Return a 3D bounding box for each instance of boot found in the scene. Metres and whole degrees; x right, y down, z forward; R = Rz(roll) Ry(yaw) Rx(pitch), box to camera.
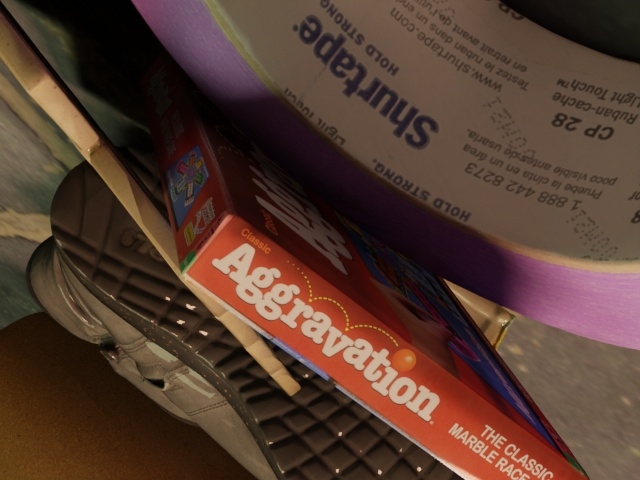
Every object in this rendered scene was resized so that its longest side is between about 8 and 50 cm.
[{"bbox_3d":[-0.037,0.089,0.892,0.338,0.118,0.223,47,161,2],"label":"boot"}]

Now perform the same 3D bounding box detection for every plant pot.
[{"bbox_3d":[-0.175,0.185,1.141,0.254,0.237,0.237,45,160,17],"label":"plant pot"}]

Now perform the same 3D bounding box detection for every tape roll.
[{"bbox_3d":[0.058,-0.085,0.417,0.275,0.090,0.275,31,156,15],"label":"tape roll"}]

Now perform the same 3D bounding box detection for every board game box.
[{"bbox_3d":[0.000,0.000,0.553,0.145,0.027,0.281,36,-171,-18],"label":"board game box"}]

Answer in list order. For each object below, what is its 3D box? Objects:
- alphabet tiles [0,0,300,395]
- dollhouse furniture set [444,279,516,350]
[{"bbox_3d":[-0.112,-0.062,0.618,0.285,0.011,0.342,51,176,17],"label":"alphabet tiles"},{"bbox_3d":[0.017,0.031,0.735,0.152,0.076,0.058,35,170,8],"label":"dollhouse furniture set"}]
